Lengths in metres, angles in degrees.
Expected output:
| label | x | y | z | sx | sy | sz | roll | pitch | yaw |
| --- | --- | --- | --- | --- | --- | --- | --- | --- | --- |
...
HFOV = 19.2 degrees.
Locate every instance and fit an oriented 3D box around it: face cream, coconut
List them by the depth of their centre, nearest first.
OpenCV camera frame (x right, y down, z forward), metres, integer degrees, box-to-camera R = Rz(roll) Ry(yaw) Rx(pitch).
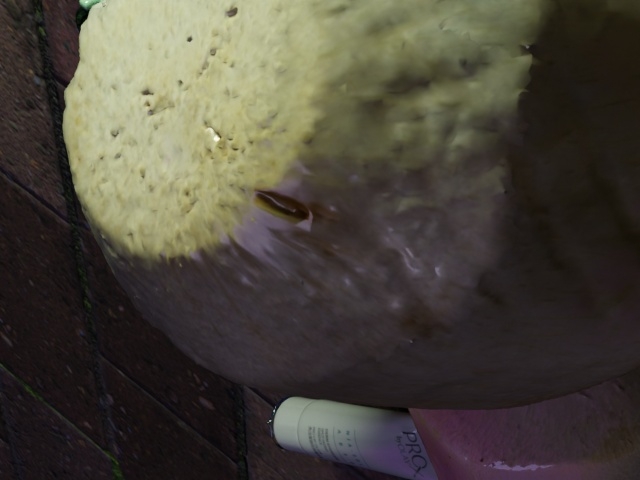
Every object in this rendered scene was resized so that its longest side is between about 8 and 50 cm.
| label | x | y | z | sx | sy | sz | roll | pitch | yaw |
| --- | --- | --- | --- | --- | --- | --- | --- | --- | --- |
| coconut | 0.065 | -0.071 | 1.144 | 0.415 | 0.415 | 0.345 | 136 | 124 | -63 |
| coconut | 0.180 | 0.112 | 1.369 | 0.233 | 0.233 | 0.245 | 26 | 146 | 38 |
| face cream | 0.052 | 0.196 | 1.862 | 0.243 | 0.058 | 0.092 | 5 | 126 | 46 |

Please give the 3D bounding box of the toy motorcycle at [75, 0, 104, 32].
| label | x | y | z | sx | sy | sz | roll | pitch | yaw |
| --- | --- | --- | --- | --- | --- | --- | --- | --- | --- |
| toy motorcycle | -0.191 | -0.266 | 1.549 | 0.331 | 0.125 | 0.196 | 26 | 147 | 44 |
